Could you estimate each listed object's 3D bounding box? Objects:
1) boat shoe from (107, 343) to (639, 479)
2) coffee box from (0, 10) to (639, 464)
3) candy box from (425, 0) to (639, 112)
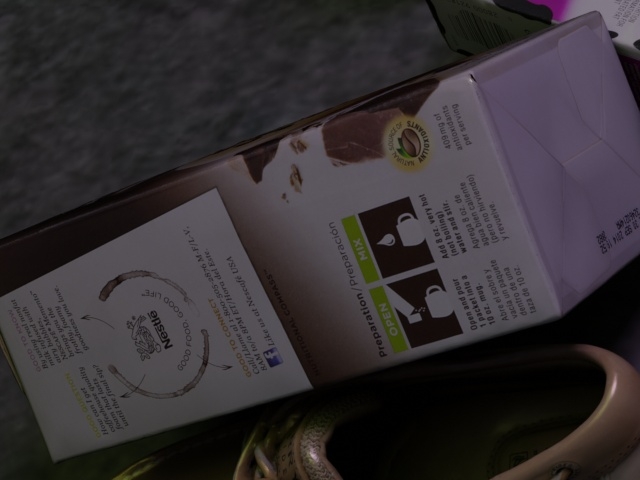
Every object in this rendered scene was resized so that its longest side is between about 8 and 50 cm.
[{"bbox_3d":[0.011,0.111,0.973,0.341,0.110,0.121,-17,54,25],"label":"boat shoe"},{"bbox_3d":[0.000,0.000,0.974,0.297,0.168,0.119,-19,96,31],"label":"coffee box"},{"bbox_3d":[0.188,-0.144,1.020,0.233,0.071,0.159,24,70,37],"label":"candy box"}]
